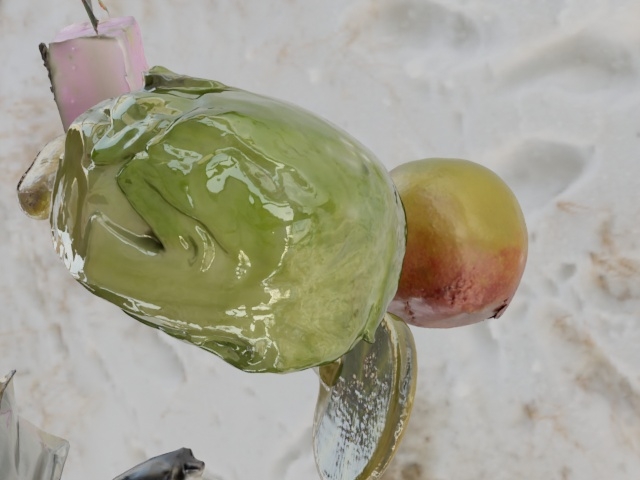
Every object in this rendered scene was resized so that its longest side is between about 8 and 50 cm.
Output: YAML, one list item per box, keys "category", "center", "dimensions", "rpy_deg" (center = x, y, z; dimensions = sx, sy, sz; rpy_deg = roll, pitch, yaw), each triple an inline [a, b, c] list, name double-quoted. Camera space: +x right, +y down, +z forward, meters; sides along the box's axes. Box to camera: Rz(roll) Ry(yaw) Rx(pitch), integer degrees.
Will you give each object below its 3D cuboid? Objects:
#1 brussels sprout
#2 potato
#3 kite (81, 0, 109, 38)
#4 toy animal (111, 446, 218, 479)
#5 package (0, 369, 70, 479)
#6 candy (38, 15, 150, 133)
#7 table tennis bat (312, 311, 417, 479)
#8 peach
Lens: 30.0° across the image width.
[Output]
- category: "brussels sprout"
  center: [-0.071, -0.016, 1.080]
  dimensions: [0.328, 0.328, 0.247]
  rpy_deg: [16, 95, 52]
- category: "potato"
  center: [-0.403, -0.099, 1.837]
  dimensions: [0.107, 0.170, 0.080]
  rpy_deg: [0, 140, 26]
- category: "kite"
  center: [-0.325, -0.361, 1.643]
  dimensions: [0.159, 0.010, 0.190]
  rpy_deg: [57, -163, -62]
- category: "toy animal"
  center: [-0.127, 0.407, 1.255]
  dimensions: [0.310, 0.251, 0.251]
  rpy_deg: [-114, 36, -44]
- category: "package"
  center: [-0.418, 0.280, 1.301]
  dimensions: [0.311, 0.221, 0.165]
  rpy_deg: [-86, -8, -54]
- category: "candy"
  center: [-0.366, -0.239, 2.048]
  dimensions: [0.155, 0.116, 0.265]
  rpy_deg: [-6, 113, 13]
- category: "table tennis bat"
  center: [0.029, 0.157, 1.318]
  dimensions: [0.198, 0.050, 0.321]
  rpy_deg: [-69, 21, 9]
- category: "peach"
  center: [0.163, 0.007, 1.576]
  dimensions: [0.231, 0.231, 0.231]
  rpy_deg: [17, 111, 51]
